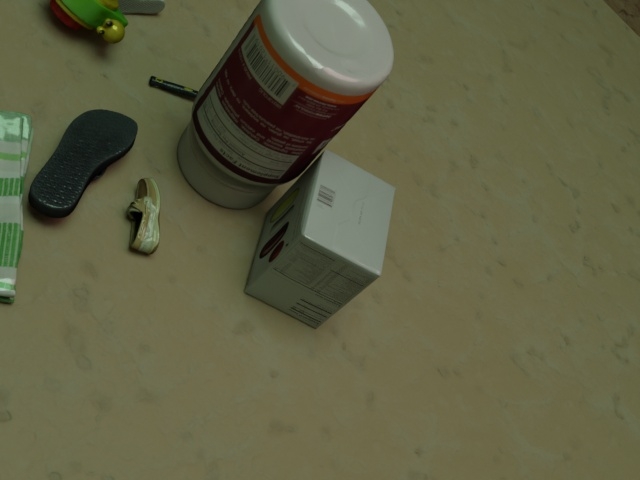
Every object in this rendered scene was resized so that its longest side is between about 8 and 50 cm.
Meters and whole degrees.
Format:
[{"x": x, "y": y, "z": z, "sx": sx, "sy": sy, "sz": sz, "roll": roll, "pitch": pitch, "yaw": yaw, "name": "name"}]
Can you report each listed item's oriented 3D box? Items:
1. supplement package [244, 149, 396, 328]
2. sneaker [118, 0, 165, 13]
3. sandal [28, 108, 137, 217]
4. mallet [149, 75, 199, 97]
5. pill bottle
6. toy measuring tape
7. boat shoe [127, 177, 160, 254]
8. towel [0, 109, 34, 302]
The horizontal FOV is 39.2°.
[{"x": 0.000, "y": 0.000, "z": 1.502, "sx": 0.149, "sy": 0.203, "sz": 0.194, "roll": 28, "pitch": 48, "yaw": -17, "name": "supplement package"}, {"x": -0.359, "y": -0.462, "z": 1.672, "sx": 0.134, "sy": 0.051, "sz": 0.070, "roll": -6, "pitch": 62, "yaw": -40, "name": "sneaker"}, {"x": -0.382, "y": -0.125, "z": 1.429, "sx": 0.097, "sy": 0.054, "sz": 0.254, "roll": 32, "pitch": 47, "yaw": -1, "name": "sandal"}, {"x": -0.219, "y": -0.257, "z": 1.644, "sx": 0.189, "sy": 0.039, "sz": 0.062, "roll": 9, "pitch": 53, "yaw": -25, "name": "mallet"}, {"x": -0.074, "y": -0.227, "z": 1.473, "sx": 0.224, "sy": 0.392, "sz": 0.224, "roll": 18, "pitch": 53, "yaw": -25, "name": "pill bottle"}, {"x": -0.447, "y": -0.473, "z": 1.571, "sx": 0.121, "sy": 0.121, "sz": 0.330, "roll": -24, "pitch": 72, "yaw": -42, "name": "toy measuring tape"}, {"x": -0.285, "y": -0.044, "z": 1.440, "sx": 0.045, "sy": 0.050, "sz": 0.135, "roll": 12, "pitch": 54, "yaw": -35, "name": "boat shoe"}, {"x": -0.544, "y": -0.075, "z": 1.290, "sx": 0.248, "sy": 0.038, "sz": 0.325, "roll": 11, "pitch": 55, "yaw": -28, "name": "towel"}]
